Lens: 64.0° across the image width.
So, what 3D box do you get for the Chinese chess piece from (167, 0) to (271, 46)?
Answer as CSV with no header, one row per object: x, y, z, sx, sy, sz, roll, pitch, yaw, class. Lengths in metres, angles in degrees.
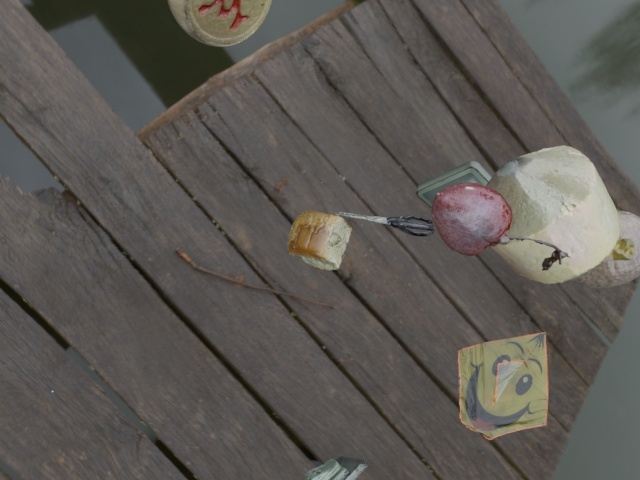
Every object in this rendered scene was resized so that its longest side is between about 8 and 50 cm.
-0.226,-0.571,1.163,0.249,0.250,0.103,-23,55,-31,Chinese chess piece

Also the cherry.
0.258,-0.006,0.764,0.225,0.090,0.107,36,107,-11,cherry

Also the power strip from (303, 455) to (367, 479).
-0.003,0.589,1.239,0.213,0.198,0.065,-36,86,-27,power strip

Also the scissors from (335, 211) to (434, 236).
0.192,-0.061,1.543,0.299,0.022,0.109,10,31,5,scissors

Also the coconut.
0.414,-0.057,0.962,0.244,0.239,0.239,39,60,-28,coconut

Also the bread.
0.000,-0.001,0.811,0.076,0.070,0.083,40,62,-42,bread

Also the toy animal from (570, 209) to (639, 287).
0.752,0.023,1.348,0.358,0.227,0.189,5,54,-25,toy animal

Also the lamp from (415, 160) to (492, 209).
0.521,-0.151,1.849,0.266,0.269,0.047,39,53,-23,lamp

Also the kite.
0.503,0.375,1.356,0.377,0.013,0.328,37,86,-17,kite
